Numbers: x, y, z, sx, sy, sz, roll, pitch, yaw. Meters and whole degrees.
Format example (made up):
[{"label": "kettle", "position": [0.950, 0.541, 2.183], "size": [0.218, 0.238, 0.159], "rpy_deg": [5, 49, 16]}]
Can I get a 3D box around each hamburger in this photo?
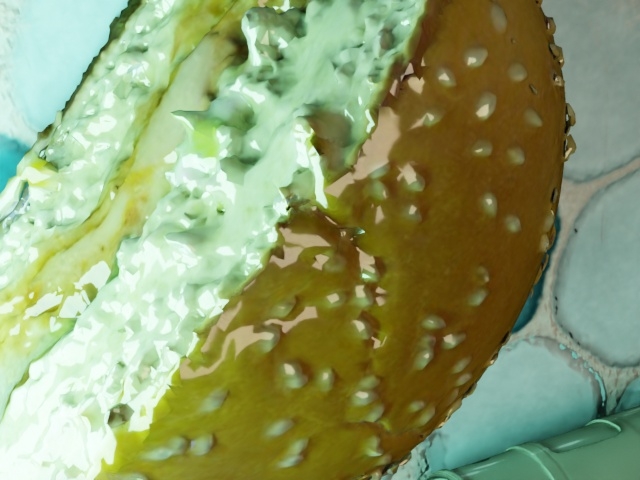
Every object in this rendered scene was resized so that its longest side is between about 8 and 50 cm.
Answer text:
[{"label": "hamburger", "position": [0.000, 0.000, 1.059], "size": [0.287, 0.268, 0.445], "rpy_deg": [28, 96, -37]}]

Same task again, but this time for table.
[{"label": "table", "position": [0.195, 0.198, 1.319], "size": [0.220, 0.126, 0.126], "rpy_deg": [-15, 117, -21]}]
